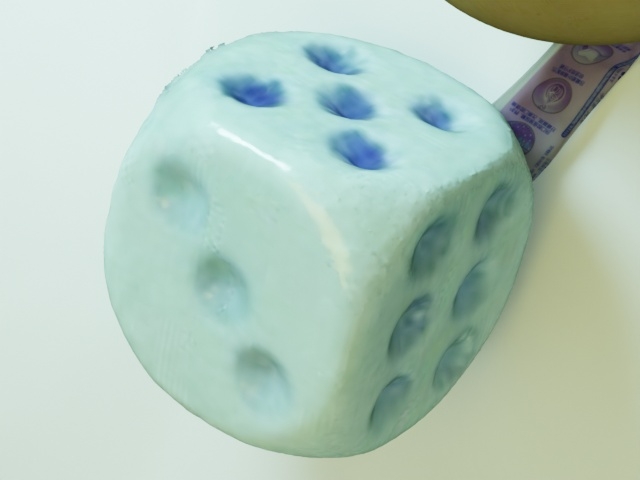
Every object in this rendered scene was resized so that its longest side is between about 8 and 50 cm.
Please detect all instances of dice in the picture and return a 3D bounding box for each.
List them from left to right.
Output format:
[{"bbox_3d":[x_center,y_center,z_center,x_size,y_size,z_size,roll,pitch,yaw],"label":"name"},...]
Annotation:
[{"bbox_3d":[0.000,0.000,1.335,0.262,0.265,0.268,32,124,26],"label":"dice"}]

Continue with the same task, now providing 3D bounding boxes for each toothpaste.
[{"bbox_3d":[0.186,-0.107,1.347,0.075,0.048,0.301,39,125,-4],"label":"toothpaste"}]

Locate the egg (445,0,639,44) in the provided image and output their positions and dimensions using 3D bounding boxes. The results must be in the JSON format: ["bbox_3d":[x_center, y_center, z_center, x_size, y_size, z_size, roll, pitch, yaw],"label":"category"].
[{"bbox_3d":[0.209,-0.290,1.135,0.374,0.301,0.301,-3,101,29],"label":"egg"}]
